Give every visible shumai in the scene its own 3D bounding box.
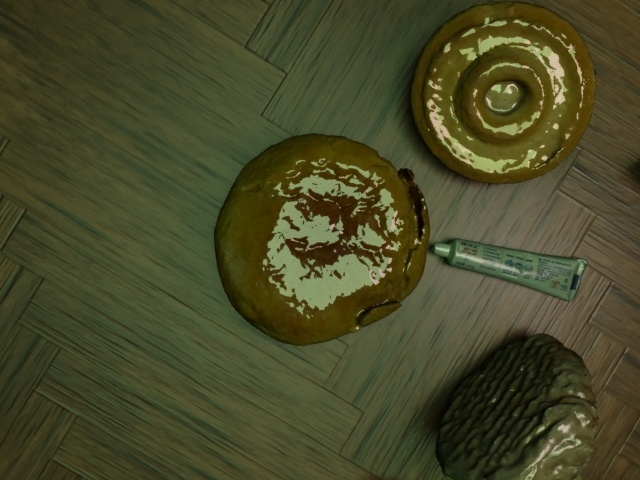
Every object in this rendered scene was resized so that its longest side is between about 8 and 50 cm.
[{"bbox_3d":[0.357,0.329,1.171,0.262,0.267,0.314,50,49,-20],"label":"shumai"}]

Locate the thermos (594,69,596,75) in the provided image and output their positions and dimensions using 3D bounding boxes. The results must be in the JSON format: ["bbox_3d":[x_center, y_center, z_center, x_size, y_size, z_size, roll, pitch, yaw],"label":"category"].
[{"bbox_3d":[0.356,-0.287,1.240,0.187,0.083,0.073,25,47,-2],"label":"thermos"}]

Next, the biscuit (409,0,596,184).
[{"bbox_3d":[0.288,-0.230,1.178,0.296,0.102,0.297,3,110,8],"label":"biscuit"}]

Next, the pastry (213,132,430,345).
[{"bbox_3d":[0.000,0.000,1.174,0.355,0.164,0.356,0,93,-2],"label":"pastry"}]

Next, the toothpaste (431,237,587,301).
[{"bbox_3d":[0.317,0.040,1.250,0.268,0.047,0.069,13,71,-6],"label":"toothpaste"}]
